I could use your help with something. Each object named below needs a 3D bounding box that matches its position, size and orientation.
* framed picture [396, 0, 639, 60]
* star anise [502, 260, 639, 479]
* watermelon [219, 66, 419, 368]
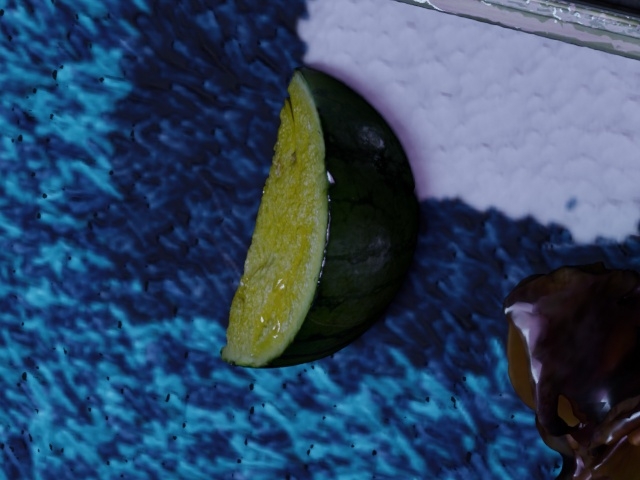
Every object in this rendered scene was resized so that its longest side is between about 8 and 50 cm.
[{"bbox_3d":[0.122,-0.210,0.919,0.296,0.019,0.232,15,80,14],"label":"framed picture"},{"bbox_3d":[0.170,0.098,0.980,0.190,0.126,0.220,33,154,21],"label":"star anise"},{"bbox_3d":[0.010,0.002,1.068,0.092,0.075,0.181,39,121,54],"label":"watermelon"}]
